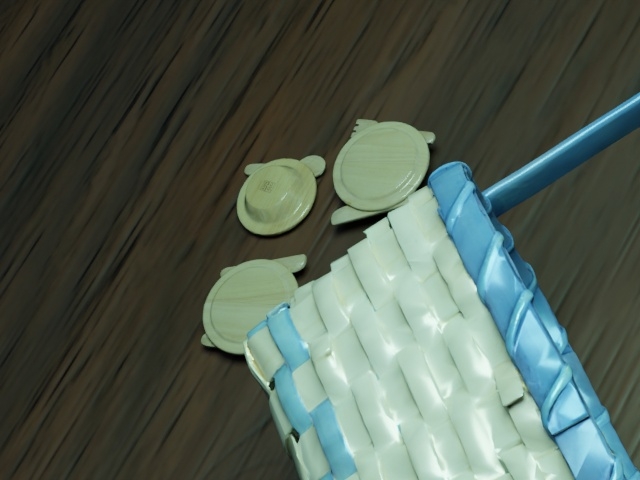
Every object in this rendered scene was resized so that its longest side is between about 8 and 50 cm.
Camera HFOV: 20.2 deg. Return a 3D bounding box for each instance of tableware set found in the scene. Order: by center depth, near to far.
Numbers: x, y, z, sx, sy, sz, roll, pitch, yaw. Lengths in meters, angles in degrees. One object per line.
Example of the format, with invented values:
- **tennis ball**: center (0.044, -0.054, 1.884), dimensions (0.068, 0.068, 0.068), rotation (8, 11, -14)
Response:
- **tableware set**: center (0.000, 0.000, 1.099), dimensions (0.141, 0.020, 0.169), rotation (-6, 59, 25)

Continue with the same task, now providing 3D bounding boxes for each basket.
- **basket**: center (0.128, 0.068, 0.875), dimensions (0.289, 0.201, 0.255), rotation (-29, 57, 13)
